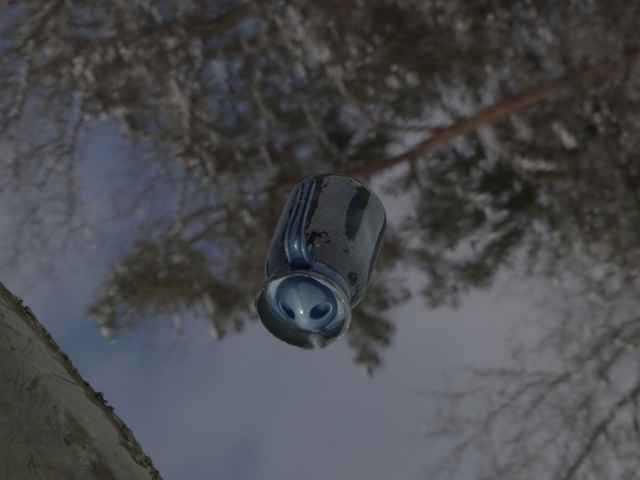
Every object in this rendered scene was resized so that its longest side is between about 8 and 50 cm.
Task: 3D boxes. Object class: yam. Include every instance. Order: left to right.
[{"bbox_3d":[-0.217,0.137,1.059,0.304,0.168,0.168,50,-148,10],"label":"yam"}]

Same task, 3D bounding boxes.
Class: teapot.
[{"bbox_3d":[0.004,0.002,0.741,0.049,0.063,0.083,24,-141,-5],"label":"teapot"}]
